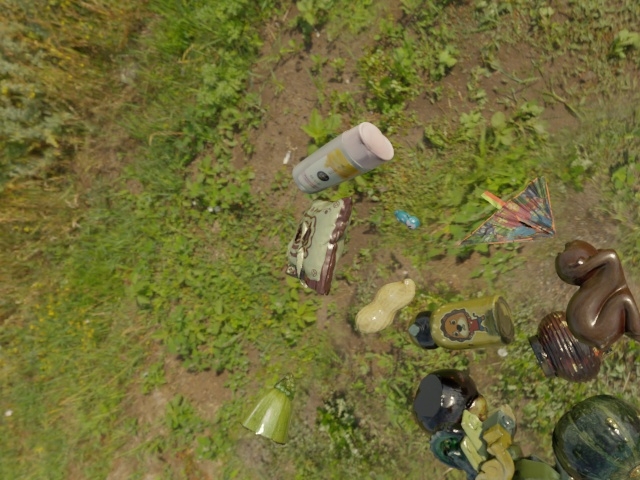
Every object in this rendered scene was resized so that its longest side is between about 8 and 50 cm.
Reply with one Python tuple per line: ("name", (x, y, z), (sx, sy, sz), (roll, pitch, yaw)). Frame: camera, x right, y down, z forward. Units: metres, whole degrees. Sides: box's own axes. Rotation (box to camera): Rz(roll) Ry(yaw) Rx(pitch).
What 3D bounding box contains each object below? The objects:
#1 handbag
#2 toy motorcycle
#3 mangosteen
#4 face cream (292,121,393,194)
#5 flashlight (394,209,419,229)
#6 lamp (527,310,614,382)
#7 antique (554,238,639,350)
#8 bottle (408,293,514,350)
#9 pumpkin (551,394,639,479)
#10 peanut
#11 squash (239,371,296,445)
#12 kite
("handbag", (0.000, 0.000, 1.175), (0.213, 0.127, 0.235), (18, 92, 64))
("toy motorcycle", (0.462, 0.554, 1.121), (0.410, 0.169, 0.237), (39, 122, 2))
("mangosteen", (0.482, 0.613, 1.753), (0.287, 0.233, 0.287), (-41, 31, 31))
("face cream", (0.042, -0.184, 1.113), (0.269, 0.107, 0.073), (-19, 40, 50))
("flashlight", (0.322, -0.081, 1.788), (0.129, 0.051, 0.051), (48, 119, 56))
("lamp", (0.793, 0.333, 1.518), (0.247, 0.247, 0.246), (1, 92, 34))
("antique", (0.628, 0.121, 1.105), (0.143, 0.121, 0.256), (-16, 81, 21))
("bottle", (0.471, 0.301, 1.664), (0.351, 0.172, 0.171), (-19, 81, 36))
("pumpkin", (0.522, 0.370, 0.882), (0.146, 0.190, 0.190), (-111, 43, -67))
("peanut", (0.167, 0.166, 1.213), (0.187, 0.082, 0.082), (-46, 64, -5))
("squash", (-0.090, 0.335, 0.987), (0.105, 0.105, 0.132), (17, 74, 33))
("kite", (0.380, -0.048, 0.950), (0.241, 0.014, 0.183), (-35, 45, -4))
